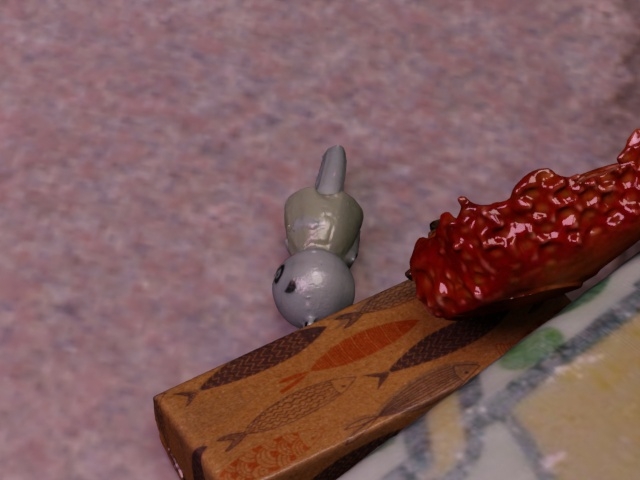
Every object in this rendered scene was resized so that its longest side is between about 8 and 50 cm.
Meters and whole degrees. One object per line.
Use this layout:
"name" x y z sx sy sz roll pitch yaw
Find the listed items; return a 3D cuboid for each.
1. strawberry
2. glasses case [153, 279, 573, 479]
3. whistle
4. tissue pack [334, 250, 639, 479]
"strawberry" 0.098 -0.008 0.676 0.104 0.152 0.048 -19 88 -54
"glasses case" 0.023 0.059 0.712 0.170 0.041 0.064 -24 47 -22
"whistle" 0.000 0.000 0.757 0.035 0.035 0.100 9 51 0
"tissue pack" 0.171 0.111 0.639 0.311 0.128 0.228 -33 63 -29
